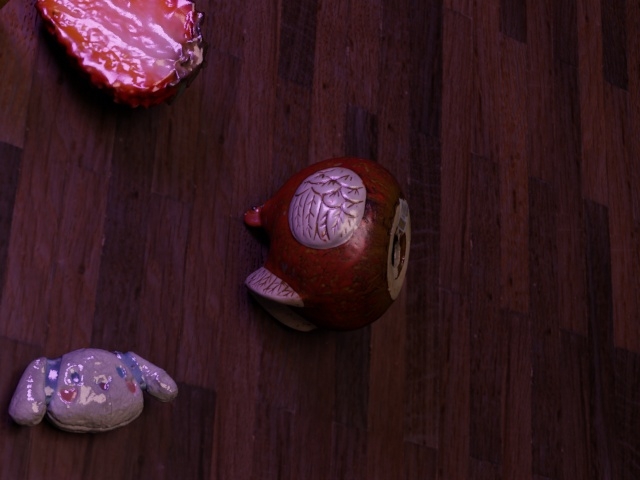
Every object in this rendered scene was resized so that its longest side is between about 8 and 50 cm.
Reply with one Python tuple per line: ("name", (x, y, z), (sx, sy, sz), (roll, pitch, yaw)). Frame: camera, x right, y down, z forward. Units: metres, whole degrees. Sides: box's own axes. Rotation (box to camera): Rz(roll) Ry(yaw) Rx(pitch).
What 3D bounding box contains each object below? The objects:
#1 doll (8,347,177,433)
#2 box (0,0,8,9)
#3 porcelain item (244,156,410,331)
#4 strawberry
("doll", (-0.275, 0.181, 1.774), (0.214, 0.071, 0.103), (-4, 63, -30))
("box", (-0.486, -0.389, 1.754), (0.301, 0.193, 0.084), (40, 52, -19))
("porcelain item", (0.000, 0.000, 2.000), (0.253, 0.253, 0.253), (15, 63, -33))
("strawberry", (-0.268, -0.263, 1.948), (0.236, 0.111, 0.190), (30, 64, 2))
